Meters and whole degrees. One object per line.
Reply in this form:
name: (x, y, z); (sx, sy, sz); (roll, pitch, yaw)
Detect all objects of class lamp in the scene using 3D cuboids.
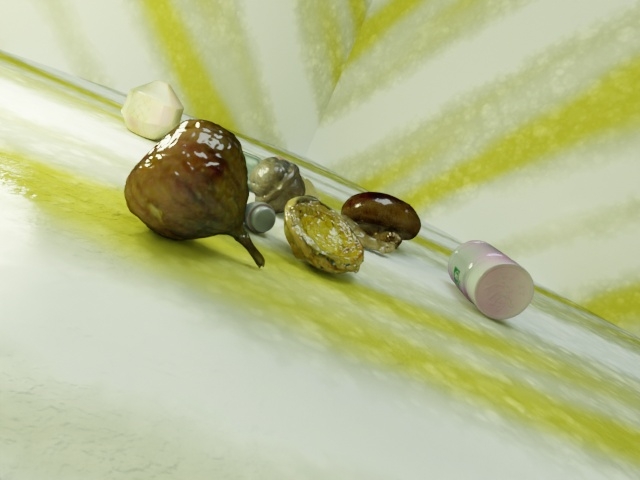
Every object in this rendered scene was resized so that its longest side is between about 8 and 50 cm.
lamp: (-0.347, -0.306, 2.016); (0.269, 0.047, 0.266); (19, 31, -28)

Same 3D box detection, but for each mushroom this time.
mushroom: (0.260, -0.095, 2.085); (0.345, 0.239, 0.345); (41, -7, 6)

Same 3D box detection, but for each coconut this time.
coconut: (-0.713, -0.564, 2.096); (0.259, 0.259, 0.259); (23, 13, -6)

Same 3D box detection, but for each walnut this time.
walnut: (-0.157, -0.200, 1.779); (0.224, 0.224, 0.224); (23, 13, -6)

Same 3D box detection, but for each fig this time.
fig: (-0.251, -0.072, 1.105); (0.368, 0.286, 0.286); (56, 1, -22)

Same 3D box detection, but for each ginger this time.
ginger: (0.133, -0.027, 1.860); (0.334, 0.081, 0.148); (29, 12, -9)

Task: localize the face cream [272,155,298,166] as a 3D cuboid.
face cream: (-0.178, -0.291, 2.192); (0.104, 0.149, 0.149); (31, 14, 25)

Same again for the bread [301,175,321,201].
bread: (-0.079, -0.206, 2.139); (0.251, 0.039, 0.181); (-2, 63, -61)

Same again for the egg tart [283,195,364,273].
egg tart: (0.000, 0.000, 1.404); (0.291, 0.107, 0.290); (28, 34, -21)

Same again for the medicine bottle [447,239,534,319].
medicine bottle: (0.606, 0.134, 1.780); (0.212, 0.212, 0.325); (23, 12, -7)

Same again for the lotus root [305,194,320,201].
lotus root: (-0.048, -0.137, 1.957); (0.113, 0.088, 0.192); (15, 15, -13)

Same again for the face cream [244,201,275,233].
face cream: (-0.183, -0.071, 1.436); (0.091, 0.091, 0.095); (15, 9, -37)
